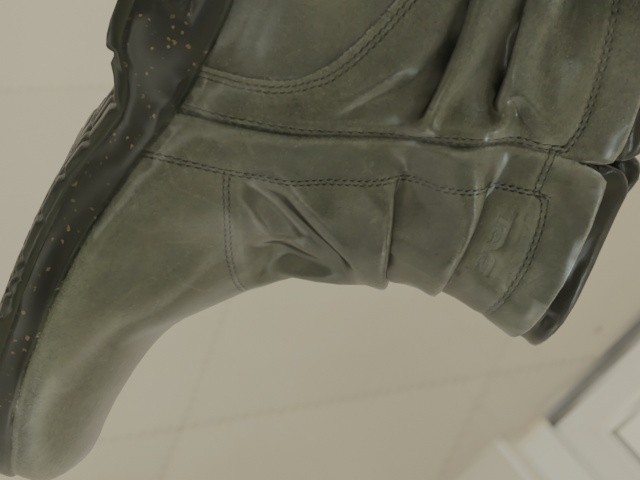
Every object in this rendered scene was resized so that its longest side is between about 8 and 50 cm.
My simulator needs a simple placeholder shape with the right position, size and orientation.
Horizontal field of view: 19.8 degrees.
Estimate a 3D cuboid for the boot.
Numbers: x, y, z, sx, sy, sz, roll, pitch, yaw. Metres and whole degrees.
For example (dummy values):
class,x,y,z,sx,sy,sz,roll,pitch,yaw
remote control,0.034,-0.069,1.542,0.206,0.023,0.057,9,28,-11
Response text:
class,x,y,z,sx,sy,sz,roll,pitch,yaw
boot,0.000,0.000,0.542,0.161,0.083,0.246,23,119,-6
